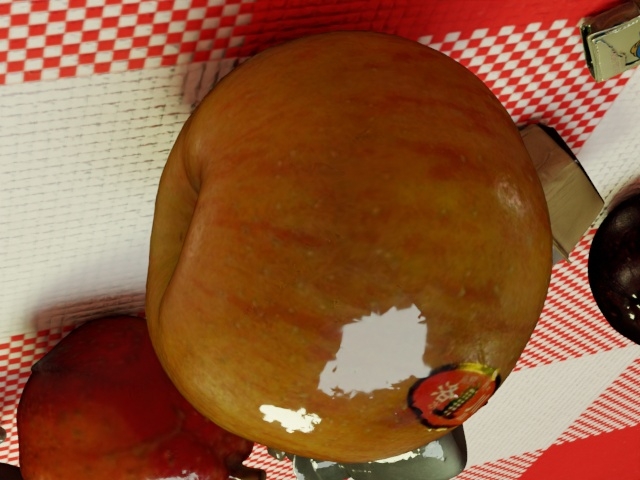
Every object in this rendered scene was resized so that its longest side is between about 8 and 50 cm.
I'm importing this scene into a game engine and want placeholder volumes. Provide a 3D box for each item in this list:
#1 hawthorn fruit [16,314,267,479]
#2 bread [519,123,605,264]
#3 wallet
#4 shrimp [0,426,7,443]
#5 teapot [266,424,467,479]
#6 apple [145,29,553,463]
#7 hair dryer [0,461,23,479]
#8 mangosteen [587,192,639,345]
[{"bbox_3d":[-0.203,0.230,1.624,0.307,0.265,0.265,14,157,13],"label":"hawthorn fruit"},{"bbox_3d":[0.223,-0.030,1.619,0.212,0.142,0.224,-40,151,7],"label":"bread"},{"bbox_3d":[0.354,-0.225,1.429,0.155,0.039,0.110,-25,155,7],"label":"wallet"},{"bbox_3d":[-0.464,0.273,1.823,0.092,0.029,0.038,-12,162,-5],"label":"shrimp"},{"bbox_3d":[0.054,0.252,2.032,0.285,0.305,0.223,-18,119,10],"label":"teapot"},{"bbox_3d":[0.009,0.004,1.234,0.334,0.400,0.400,17,137,-37],"label":"apple"},{"bbox_3d":[-0.485,0.271,1.641,0.313,0.123,0.340,8,146,16],"label":"hair dryer"},{"bbox_3d":[0.481,0.025,1.853,0.228,0.228,0.265,-43,-173,38],"label":"mangosteen"}]
